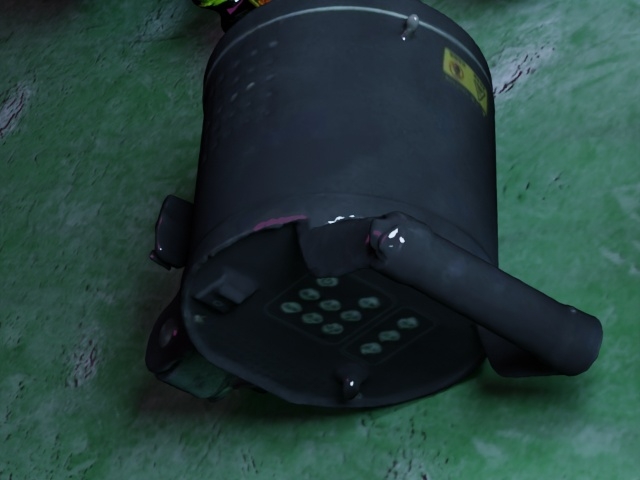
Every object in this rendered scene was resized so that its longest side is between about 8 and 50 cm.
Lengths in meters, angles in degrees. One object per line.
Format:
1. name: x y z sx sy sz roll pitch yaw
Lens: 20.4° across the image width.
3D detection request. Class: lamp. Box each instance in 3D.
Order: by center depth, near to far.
1. lamp: 0.023 -0.038 1.172 0.374 0.205 0.272 -19 50 53

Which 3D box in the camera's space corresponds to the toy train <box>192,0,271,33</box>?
1. toy train: -0.026 -0.284 1.533 0.160 0.100 0.296 -27 43 29
